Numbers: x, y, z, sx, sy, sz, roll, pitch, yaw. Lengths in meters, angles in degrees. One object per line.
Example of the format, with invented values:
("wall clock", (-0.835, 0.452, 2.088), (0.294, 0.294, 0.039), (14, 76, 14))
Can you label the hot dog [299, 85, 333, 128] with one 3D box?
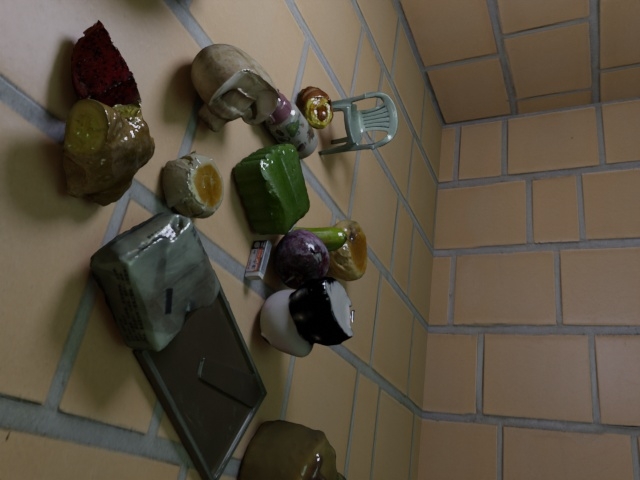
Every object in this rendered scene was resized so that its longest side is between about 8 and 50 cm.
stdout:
("hot dog", (-0.006, -0.469, 1.918), (0.123, 0.093, 0.262), (45, 23, -39))

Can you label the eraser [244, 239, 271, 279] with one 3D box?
("eraser", (-0.181, 0.056, 1.617), (0.029, 0.052, 0.122), (50, 43, -50))

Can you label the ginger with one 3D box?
("ginger", (-0.404, -0.178, 1.112), (0.270, 0.123, 0.219), (-17, 126, -73))

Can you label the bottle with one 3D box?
("bottle", (-0.109, -0.369, 1.752), (0.253, 0.120, 0.121), (44, 48, -53))

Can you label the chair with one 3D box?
("chair", (0.134, -0.443, 2.086), (0.190, 0.274, 0.204), (-37, 122, -61))

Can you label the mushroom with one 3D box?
("mushroom", (-0.243, -0.403, 1.442), (0.253, 0.195, 0.189), (16, 39, -59))

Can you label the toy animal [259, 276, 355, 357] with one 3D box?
("toy animal", (-0.041, 0.230, 1.631), (0.212, 0.266, 0.213), (43, 34, -39))

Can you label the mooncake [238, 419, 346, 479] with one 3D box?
("mooncake", (-0.048, 0.728, 1.601), (0.394, 0.246, 0.394), (24, 72, -58))

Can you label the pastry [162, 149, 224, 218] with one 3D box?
("pastry", (-0.306, -0.132, 1.348), (0.166, 0.088, 0.166), (26, 61, -59))

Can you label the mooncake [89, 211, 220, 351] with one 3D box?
("mooncake", (-0.345, 0.076, 1.181), (0.250, 0.136, 0.255), (-51, 136, -52))

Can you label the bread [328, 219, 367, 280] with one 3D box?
("bread", (0.088, 0.039, 2.090), (0.244, 0.134, 0.245), (26, 60, -60))

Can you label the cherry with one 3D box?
("cherry", (-0.061, 0.054, 1.734), (0.195, 0.195, 0.195), (15, 73, -63))

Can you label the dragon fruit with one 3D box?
("dragon fruit", (-0.444, -0.335, 1.116), (0.127, 0.120, 0.161), (-27, 86, -20))

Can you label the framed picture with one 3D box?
("framed picture", (-0.278, 0.343, 1.409), (0.326, 0.028, 0.446), (-56, 136, -52))

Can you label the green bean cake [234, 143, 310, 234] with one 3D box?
("green bean cake", (-0.139, -0.150, 1.658), (0.222, 0.124, 0.248), (-47, 126, -54))

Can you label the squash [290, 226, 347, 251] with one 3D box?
("squash", (0.000, 0.000, 1.848), (0.095, 0.187, 0.095), (-1, 90, -66))
